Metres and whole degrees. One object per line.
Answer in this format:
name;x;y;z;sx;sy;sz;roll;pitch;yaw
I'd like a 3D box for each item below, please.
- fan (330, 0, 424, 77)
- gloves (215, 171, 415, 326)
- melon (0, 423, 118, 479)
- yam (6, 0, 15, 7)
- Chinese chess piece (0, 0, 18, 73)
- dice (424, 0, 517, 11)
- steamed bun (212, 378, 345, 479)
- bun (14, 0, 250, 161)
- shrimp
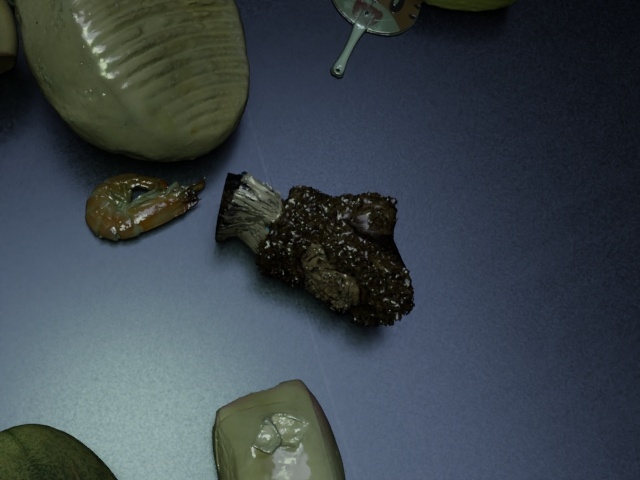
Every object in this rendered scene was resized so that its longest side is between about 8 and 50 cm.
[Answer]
fan;0.069;-0.344;1.932;0.152;0.008;0.226;28;73;0
gloves;-0.002;0.003;1.735;0.312;0.210;0.135;33;51;1
melon;-0.342;0.388;1.580;0.248;0.248;0.329;-23;73;-12
yam;-0.382;-0.509;1.886;0.083;0.083;0.371;28;73;1
Chinese chess piece;-0.537;-0.264;1.714;0.257;0.257;0.104;-13;91;-10
dice;0.228;-0.449;1.891;0.169;0.169;0.166;6;74;-8
steamed bun;-0.049;0.307;1.680;0.170;0.152;0.238;-14;75;-9
bun;-0.264;-0.264;1.746;0.362;0.234;0.326;49;42;-23
shrimp;-0.249;-0.057;1.814;0.180;0.041;0.099;-19;64;-10
